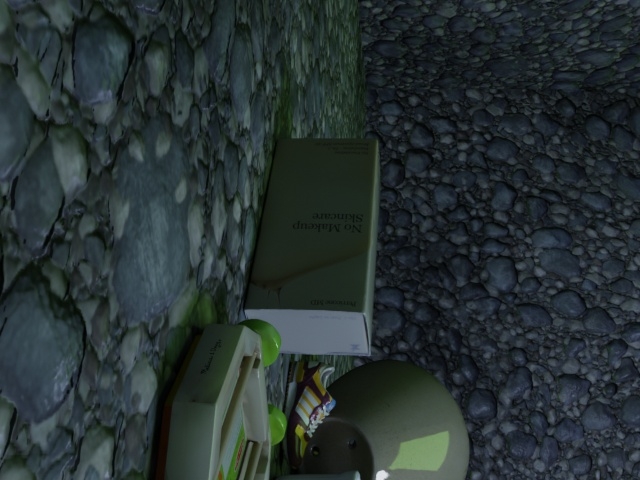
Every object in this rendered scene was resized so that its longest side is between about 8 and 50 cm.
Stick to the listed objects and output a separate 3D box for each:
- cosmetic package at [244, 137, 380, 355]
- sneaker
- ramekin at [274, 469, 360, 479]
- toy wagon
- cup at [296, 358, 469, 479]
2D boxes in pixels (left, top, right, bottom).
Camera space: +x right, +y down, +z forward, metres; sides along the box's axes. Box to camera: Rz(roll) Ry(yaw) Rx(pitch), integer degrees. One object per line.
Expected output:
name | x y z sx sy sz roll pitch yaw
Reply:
cosmetic package | 0.000 0.000 0.972 0.113 0.160 0.310 81 12 -50
sneaker | -0.018 0.295 1.175 0.070 0.083 0.186 77 16 -63
ramekin | -0.014 0.491 1.047 0.277 0.135 0.277 2 90 -82
toy wagon | -0.089 0.257 0.685 0.267 0.068 0.345 -75 166 -60
cup | 0.087 0.400 1.308 0.237 0.331 0.331 10 81 -58
